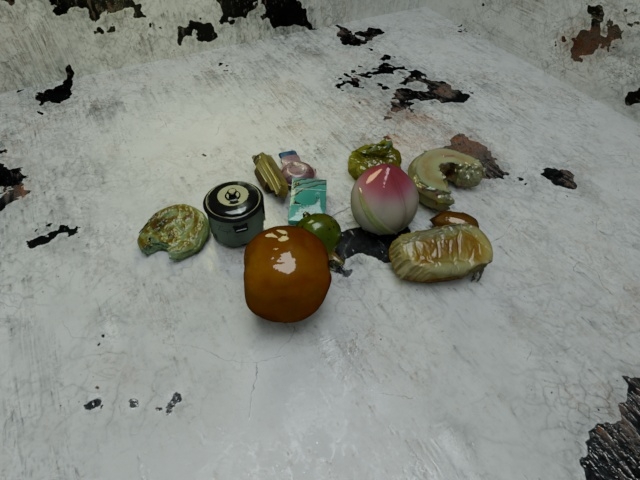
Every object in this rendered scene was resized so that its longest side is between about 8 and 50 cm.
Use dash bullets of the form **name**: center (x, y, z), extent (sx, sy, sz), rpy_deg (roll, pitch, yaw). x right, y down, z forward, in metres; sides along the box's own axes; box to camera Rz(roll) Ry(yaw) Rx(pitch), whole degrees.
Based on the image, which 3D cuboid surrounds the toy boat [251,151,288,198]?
- **toy boat**: center (-0.242, -0.301, 1.931), extent (0.089, 0.115, 0.310), rpy_deg (17, 34, -49)

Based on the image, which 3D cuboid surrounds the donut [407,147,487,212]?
- **donut**: center (0.561, -0.292, 1.924), extent (0.307, 0.150, 0.371), rpy_deg (36, 57, 27)

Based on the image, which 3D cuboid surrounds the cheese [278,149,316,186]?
- **cheese**: center (-0.124, -0.348, 1.997), extent (0.188, 0.074, 0.286), rpy_deg (-15, 52, -15)

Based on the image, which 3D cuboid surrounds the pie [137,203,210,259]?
- **pie**: center (-0.606, -0.039, 1.718), extent (0.302, 0.067, 0.303), rpy_deg (0, 49, 0)

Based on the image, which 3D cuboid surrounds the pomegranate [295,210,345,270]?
- **pomegranate**: center (0.010, -0.004, 1.631), extent (0.245, 0.198, 0.198), rpy_deg (31, 54, 14)

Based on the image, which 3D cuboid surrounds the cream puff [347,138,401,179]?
- **cream puff**: center (0.265, -0.390, 1.979), extent (0.281, 0.185, 0.282), rpy_deg (2, 52, -3)

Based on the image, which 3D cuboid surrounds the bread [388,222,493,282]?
- **bread**: center (0.468, 0.047, 1.624), extent (0.387, 0.183, 0.236), rpy_deg (0, 68, -9)

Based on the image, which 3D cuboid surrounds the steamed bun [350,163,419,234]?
- **steamed bun**: center (0.272, -0.195, 1.740), extent (0.308, 0.310, 0.310), rpy_deg (1, 49, -1)

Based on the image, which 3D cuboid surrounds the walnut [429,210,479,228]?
- **walnut**: center (0.573, -0.073, 1.768), extent (0.206, 0.116, 0.116), rpy_deg (8, 49, 14)

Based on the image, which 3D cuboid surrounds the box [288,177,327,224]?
- **box**: center (-0.056, -0.175, 1.840), extent (0.161, 0.041, 0.230), rpy_deg (4, 62, 0)

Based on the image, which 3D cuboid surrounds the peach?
- **peach**: center (-0.111, 0.118, 1.429), extent (0.301, 0.343, 0.343), rpy_deg (-3, 49, -8)

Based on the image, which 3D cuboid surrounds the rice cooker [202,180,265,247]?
- **rice cooker**: center (-0.348, -0.118, 1.688), extent (0.241, 0.227, 0.281), rpy_deg (-13, 50, -13)
